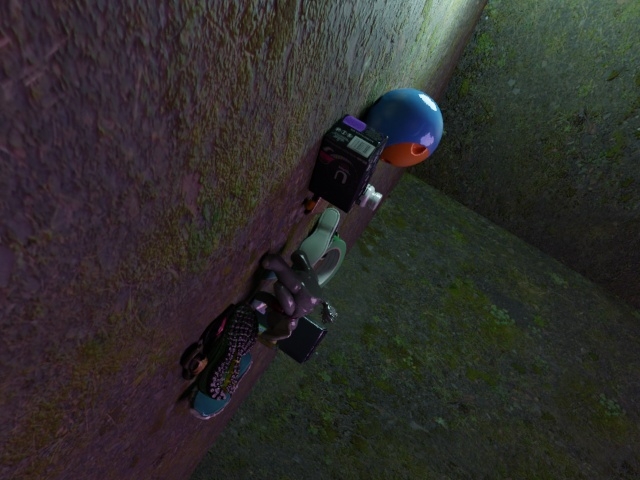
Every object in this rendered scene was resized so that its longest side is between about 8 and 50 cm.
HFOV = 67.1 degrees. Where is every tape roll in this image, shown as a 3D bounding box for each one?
[{"bbox_3d":[-0.008,0.113,2.341,0.321,0.077,0.321,-39,150,-27],"label":"tape roll"}]

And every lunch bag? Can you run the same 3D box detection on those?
[{"bbox_3d":[-0.236,0.239,1.898,0.071,0.053,0.083,-55,145,-11],"label":"lunch bag"}]

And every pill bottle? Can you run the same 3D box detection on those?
[{"bbox_3d":[0.182,-0.214,2.175,0.108,0.180,0.108,-55,171,-13],"label":"pill bottle"}]

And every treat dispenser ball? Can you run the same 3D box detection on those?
[{"bbox_3d":[0.309,-0.420,1.801,0.288,0.288,0.288,-55,171,-13],"label":"treat dispenser ball"}]

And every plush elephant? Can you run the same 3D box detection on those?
[{"bbox_3d":[-0.123,0.224,1.774,0.255,0.330,0.272,-39,174,21],"label":"plush elephant"}]

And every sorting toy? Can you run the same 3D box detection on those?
[{"bbox_3d":[0.017,-0.192,1.844,0.229,0.041,0.307,-55,172,11],"label":"sorting toy"}]

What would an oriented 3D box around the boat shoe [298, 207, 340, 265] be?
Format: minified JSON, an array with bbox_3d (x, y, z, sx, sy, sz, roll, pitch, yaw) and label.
[{"bbox_3d":[0.000,0.000,2.155,0.302,0.114,0.091,-55,165,-10],"label":"boat shoe"}]

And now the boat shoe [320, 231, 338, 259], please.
[{"bbox_3d":[0.031,0.019,2.514,0.227,0.081,0.068,-52,163,-53],"label":"boat shoe"}]

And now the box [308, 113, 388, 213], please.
[{"bbox_3d":[0.086,-0.247,1.591,0.143,0.165,0.270,-52,169,-35],"label":"box"}]

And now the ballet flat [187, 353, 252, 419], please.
[{"bbox_3d":[-0.409,0.578,1.919,0.147,0.147,0.409,-62,170,27],"label":"ballet flat"}]

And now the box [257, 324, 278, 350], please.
[{"bbox_3d":[-0.240,0.378,1.948,0.043,0.179,0.105,-53,171,-26],"label":"box"}]

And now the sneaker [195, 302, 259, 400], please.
[{"bbox_3d":[-0.334,0.369,1.675,0.134,0.146,0.343,48,56,-37],"label":"sneaker"}]

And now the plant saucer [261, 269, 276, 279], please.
[{"bbox_3d":[-0.185,0.124,1.898,0.067,0.018,0.192,-58,172,3],"label":"plant saucer"}]

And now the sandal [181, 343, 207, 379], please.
[{"bbox_3d":[-0.400,0.401,1.550,0.090,0.060,0.219,-50,169,-41],"label":"sandal"}]

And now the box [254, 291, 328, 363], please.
[{"bbox_3d":[-0.142,0.387,2.142,0.182,0.296,0.294,-56,170,-7],"label":"box"}]

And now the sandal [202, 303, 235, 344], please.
[{"bbox_3d":[-0.324,0.276,1.584,0.179,0.040,0.067,-49,166,-46],"label":"sandal"}]
